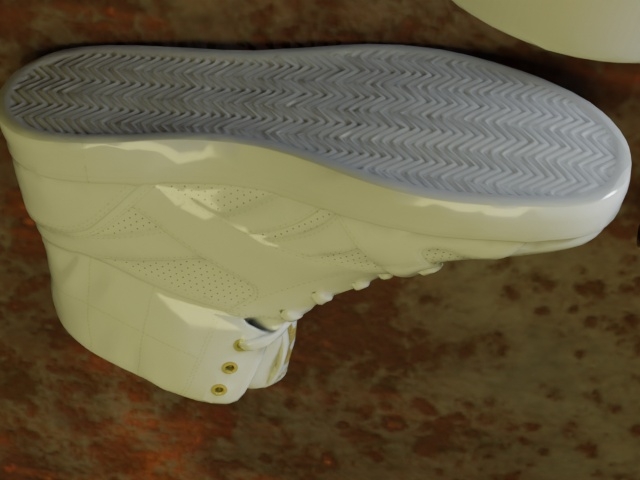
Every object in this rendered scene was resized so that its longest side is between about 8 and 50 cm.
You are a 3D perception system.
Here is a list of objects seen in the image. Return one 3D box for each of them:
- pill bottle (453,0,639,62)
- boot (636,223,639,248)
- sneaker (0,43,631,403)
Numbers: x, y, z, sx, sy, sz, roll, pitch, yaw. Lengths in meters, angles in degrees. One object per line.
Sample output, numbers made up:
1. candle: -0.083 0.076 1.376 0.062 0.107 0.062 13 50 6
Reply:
1. pill bottle: 0.128 -0.226 0.602 0.176 0.176 0.319 12 130 -4
2. boot: 0.291 0.022 0.839 0.280 0.096 0.264 8 130 0
3. sneaker: 0.000 0.000 0.855 0.292 0.108 0.169 7 132 14
